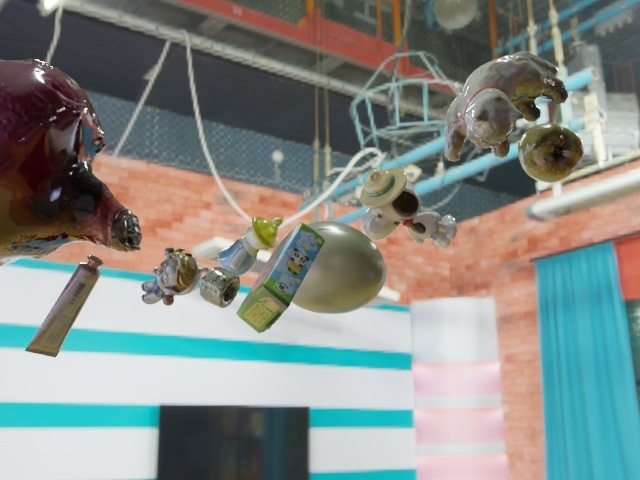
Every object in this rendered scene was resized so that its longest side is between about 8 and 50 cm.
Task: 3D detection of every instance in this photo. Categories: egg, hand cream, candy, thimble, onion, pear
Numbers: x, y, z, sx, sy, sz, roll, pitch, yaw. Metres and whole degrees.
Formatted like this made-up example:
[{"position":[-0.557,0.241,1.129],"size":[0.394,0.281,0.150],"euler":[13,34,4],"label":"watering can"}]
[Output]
[{"position":[0.019,0.063,1.749],"size":[0.269,0.219,0.219],"euler":[5,-16,2],"label":"egg"},{"position":[-0.463,0.122,1.377],"size":[0.043,0.209,0.067],"euler":[36,6,40],"label":"hand cream"},{"position":[-0.067,0.062,1.298],"size":[0.062,0.194,0.097],"euler":[37,-51,-7],"label":"candy"},{"position":[-0.227,0.104,1.689],"size":[0.062,0.084,0.110],"euler":[22,-9,14],"label":"thimble"},{"position":[-0.514,-0.095,1.360],"size":[0.420,0.398,0.398],"euler":[37,-13,9],"label":"onion"},{"position":[0.611,-0.235,2.000],"size":[0.167,0.167,0.136],"euler":[-1,8,1],"label":"pear"}]

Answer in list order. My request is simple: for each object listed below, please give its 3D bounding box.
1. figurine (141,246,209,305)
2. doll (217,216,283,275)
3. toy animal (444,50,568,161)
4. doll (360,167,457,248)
[{"position":[-0.489,0.140,2.450],"size":[0.133,0.193,0.274],"euler":[17,-54,-36],"label":"figurine"},{"position":[-0.189,0.018,1.981],"size":[0.241,0.098,0.135],"euler":[-39,-20,30],"label":"doll"},{"position":[0.461,-0.334,1.785],"size":[0.308,0.266,0.188],"euler":[1,-8,-2],"label":"toy animal"},{"position":[0.228,-0.083,1.914],"size":[0.272,0.144,0.208],"euler":[3,-56,-16],"label":"doll"}]
